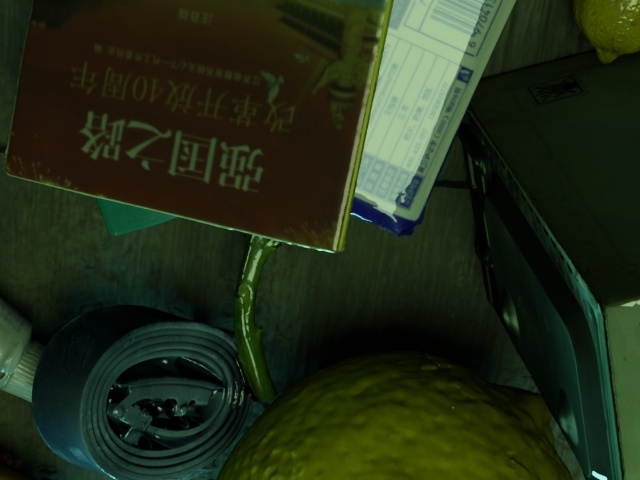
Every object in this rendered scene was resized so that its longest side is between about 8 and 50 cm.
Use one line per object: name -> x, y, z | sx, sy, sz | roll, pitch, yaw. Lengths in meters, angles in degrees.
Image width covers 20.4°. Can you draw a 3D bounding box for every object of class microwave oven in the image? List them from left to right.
microwave oven -> 0.306, 0.023, 1.353 | 0.333, 0.394, 0.247 | -15, 118, -2

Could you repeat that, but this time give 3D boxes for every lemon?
lemon -> 0.055, 0.256, 1.484 | 0.336, 0.336, 0.336 | -4, 117, -8
lemon -> 0.240, -0.193, 1.409 | 0.082, 0.082, 0.111 | 15, 113, -17

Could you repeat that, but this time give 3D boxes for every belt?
belt -> -0.144, 0.127, 1.465 | 0.190, 0.082, 0.141 | 6, 97, -47

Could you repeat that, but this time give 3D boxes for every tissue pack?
tissue pack -> 0.028, -0.165, 1.325 | 0.209, 0.137, 0.270 | 23, 100, 0

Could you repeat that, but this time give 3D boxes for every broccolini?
broccolini -> -0.003, 0.008, 1.463 | 0.123, 0.062, 0.271 | 13, 102, -2

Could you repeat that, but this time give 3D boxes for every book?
book -> -0.072, -0.200, 1.252 | 0.262, 0.028, 0.374 | 13, 97, 14

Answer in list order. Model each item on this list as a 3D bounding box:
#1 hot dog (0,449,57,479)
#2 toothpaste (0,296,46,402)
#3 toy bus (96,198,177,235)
hot dog -> -0.303, 0.204, 1.512 | 0.249, 0.102, 0.076 | 26, 68, -24
toothpaste -> -0.320, 0.059, 1.452 | 0.282, 0.068, 0.099 | 30, 81, -16
toy bus -> -0.155, -0.093, 1.381 | 0.079, 0.092, 0.160 | -17, 119, -3
